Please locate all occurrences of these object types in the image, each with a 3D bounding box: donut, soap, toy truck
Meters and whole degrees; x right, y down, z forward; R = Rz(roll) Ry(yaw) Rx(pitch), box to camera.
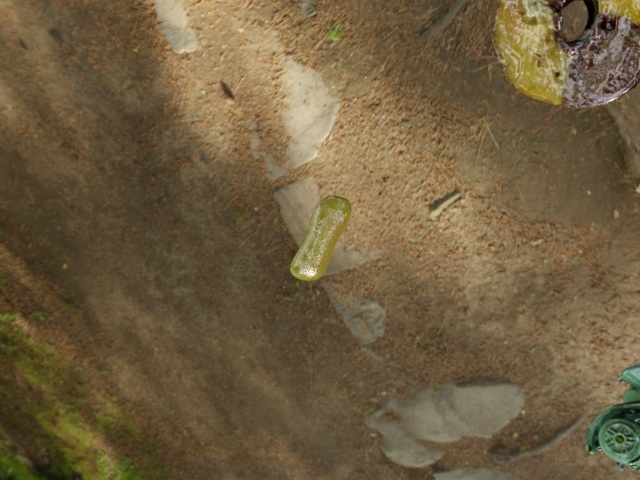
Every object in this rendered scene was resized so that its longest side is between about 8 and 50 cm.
[{"bbox_3d":[0.260,-0.227,0.518,0.166,0.073,0.183,16,130,30],"label":"donut"},{"bbox_3d":[0.000,0.000,0.455,0.034,0.012,0.089,11,121,-21],"label":"soap"},{"bbox_3d":[0.258,0.102,0.385,0.080,0.078,0.154,32,108,-36],"label":"toy truck"}]
